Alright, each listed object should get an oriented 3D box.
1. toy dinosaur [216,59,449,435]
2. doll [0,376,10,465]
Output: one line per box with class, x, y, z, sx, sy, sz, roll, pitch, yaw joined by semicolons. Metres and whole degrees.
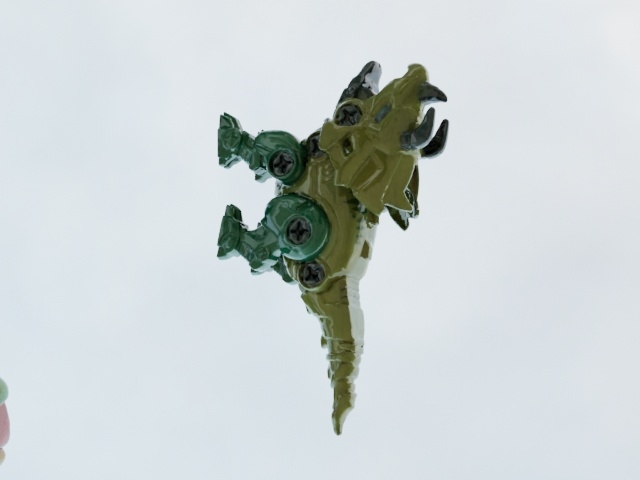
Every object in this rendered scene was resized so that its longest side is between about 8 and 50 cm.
toy dinosaur;0.000;0.000;0.900;0.153;0.094;0.259;6;-98;28
doll;-0.345;0.184;0.943;0.182;0.363;0.160;-27;-93;11
